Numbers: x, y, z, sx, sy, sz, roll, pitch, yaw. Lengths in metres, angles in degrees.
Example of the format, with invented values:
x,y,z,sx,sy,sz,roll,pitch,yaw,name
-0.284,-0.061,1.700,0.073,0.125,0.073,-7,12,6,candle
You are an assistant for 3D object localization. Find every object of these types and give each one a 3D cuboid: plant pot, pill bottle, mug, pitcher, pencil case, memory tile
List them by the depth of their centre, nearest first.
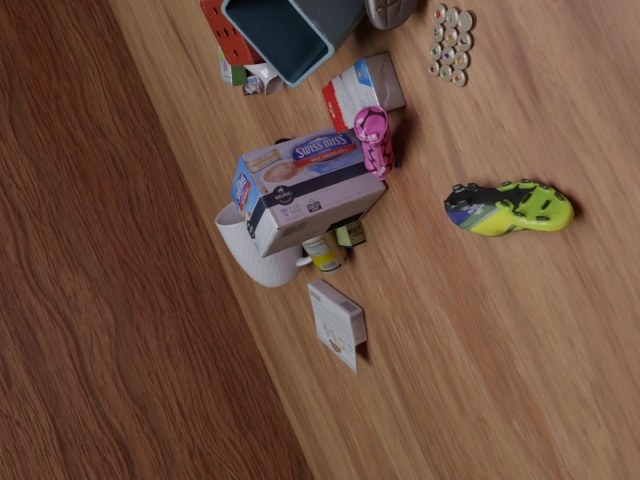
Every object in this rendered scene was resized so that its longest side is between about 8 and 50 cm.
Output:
x,y,z,sx,sy,sz,roll,pitch,yaw,name
0.258,-0.387,1.051,0.113,0.012,0.148,43,146,43,memory tile
-0.026,-0.545,1.177,0.247,0.252,0.248,45,160,-15,plant pot
0.135,-0.229,1.261,0.209,0.095,0.098,51,-137,-67,pencil case
-0.155,-0.598,1.387,0.267,0.236,0.267,27,147,55,plant pot
-0.176,-0.595,1.670,0.178,0.125,0.207,-36,88,45,pitcher
0.000,0.000,1.718,0.117,0.117,0.215,34,160,52,pill bottle
-0.173,0.003,2.024,0.374,0.276,0.328,-4,122,34,mug

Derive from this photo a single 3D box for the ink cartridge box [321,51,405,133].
x,y,z,sx,sy,sz,roll,pitch,yaw,name
0.100,-0.361,1.321,0.231,0.078,0.134,-5,106,64,ink cartridge box

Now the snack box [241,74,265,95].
x,y,z,sx,sy,sz,roll,pitch,yaw,name
-0.250,-0.570,1.939,0.178,0.022,0.064,20,126,60,snack box

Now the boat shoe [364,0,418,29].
x,y,z,sx,sy,sz,roll,pitch,yaw,name
0.125,-0.602,1.032,0.130,0.132,0.355,-137,41,-61,boat shoe

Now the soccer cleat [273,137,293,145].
x,y,z,sx,sy,sz,roll,pitch,yaw,name
-0.067,-0.207,1.777,0.318,0.109,0.116,55,157,21,soccer cleat

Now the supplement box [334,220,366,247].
x,y,z,sx,sy,sz,roll,pitch,yaw,name
0.089,-0.026,1.660,0.083,0.056,0.083,4,115,64,supplement box

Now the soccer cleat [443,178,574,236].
x,y,z,sx,sy,sz,roll,pitch,yaw,name
0.373,-0.053,1.042,0.121,0.093,0.289,45,163,-29,soccer cleat

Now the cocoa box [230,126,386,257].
x,y,z,sx,sy,sz,roll,pitch,yaw,name
-0.042,-0.141,1.477,0.228,0.347,0.231,63,156,12,cocoa box

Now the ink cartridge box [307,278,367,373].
x,y,z,sx,sy,sz,roll,pitch,yaw,name
0.067,0.316,1.990,0.296,0.066,0.261,32,138,53,ink cartridge box

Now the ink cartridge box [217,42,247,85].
x,y,z,sx,sy,sz,roll,pitch,yaw,name
-0.325,-0.678,1.925,0.109,0.062,0.209,35,134,53,ink cartridge box
